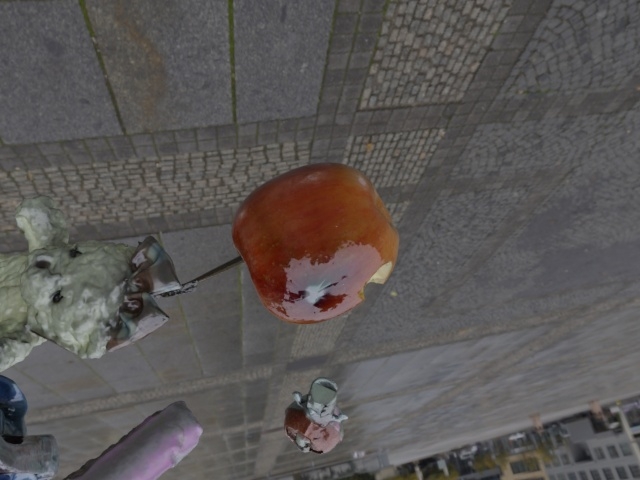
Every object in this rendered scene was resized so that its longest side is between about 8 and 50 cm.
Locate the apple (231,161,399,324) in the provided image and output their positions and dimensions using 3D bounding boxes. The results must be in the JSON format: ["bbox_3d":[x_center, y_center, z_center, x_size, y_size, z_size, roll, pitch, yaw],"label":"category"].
[{"bbox_3d":[0.000,0.000,0.611,0.199,0.199,0.199,-11,155,-5],"label":"apple"}]

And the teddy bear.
[{"bbox_3d":[-0.481,0.055,0.845,0.362,0.327,0.375,-21,137,40],"label":"teddy bear"}]

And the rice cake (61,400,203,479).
[{"bbox_3d":[-0.190,0.211,0.382,0.049,0.055,0.270,-41,176,37],"label":"rice cake"}]

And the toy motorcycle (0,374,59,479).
[{"bbox_3d":[-0.404,0.240,0.637,0.182,0.241,0.319,20,164,-18],"label":"toy motorcycle"}]

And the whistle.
[{"bbox_3d":[-0.009,0.395,1.189,0.134,0.142,0.346,-35,157,-24],"label":"whistle"}]

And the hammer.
[{"bbox_3d":[-0.270,0.080,1.316,0.125,0.027,0.297,-10,-170,37],"label":"hammer"}]
